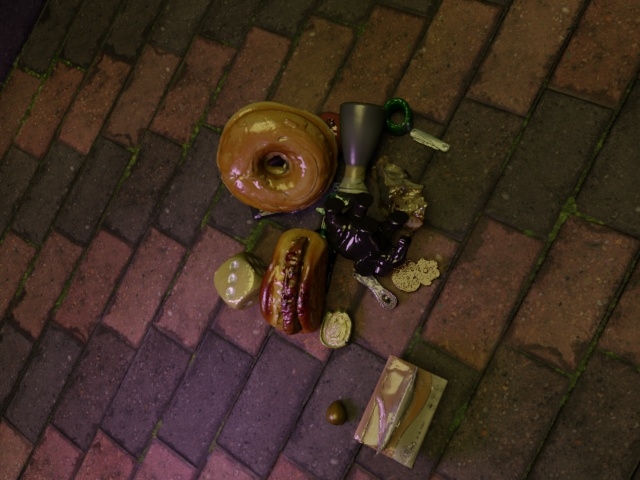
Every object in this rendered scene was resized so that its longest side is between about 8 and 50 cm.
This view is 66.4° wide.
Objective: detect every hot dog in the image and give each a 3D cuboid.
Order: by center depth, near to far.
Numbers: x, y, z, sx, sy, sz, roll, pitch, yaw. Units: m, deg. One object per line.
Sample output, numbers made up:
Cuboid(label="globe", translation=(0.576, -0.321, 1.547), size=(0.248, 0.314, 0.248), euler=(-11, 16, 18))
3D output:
Cuboid(label="hot dog", translation=(-0.094, 0.169, 1.729), size=(0.185, 0.223, 0.404), euler=(12, 112, 19))

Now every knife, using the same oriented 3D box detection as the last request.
Cuboid(label="knife", translation=(0.407, -0.372, 1.828), size=(0.162, 0.023, 0.044), euler=(32, 90, 21))

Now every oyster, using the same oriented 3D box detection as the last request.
Cuboid(label="oyster", translation=(0.282, -0.179, 1.773), size=(0.198, 0.133, 0.336), euler=(-46, 47, 38))

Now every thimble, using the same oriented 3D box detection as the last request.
Cuboid(label="thimble", translation=(0.290, -0.465, 1.847), size=(0.118, 0.090, 0.130), euler=(-37, 71, 5))

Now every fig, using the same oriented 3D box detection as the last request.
Cuboid(label="fig", translation=(0.057, 0.617, 1.754), size=(0.074, 0.074, 0.087), euler=(-7, 63, 17))

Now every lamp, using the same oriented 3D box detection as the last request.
Cuboid(label="lamp", translation=(0.028, -0.413, 1.900), size=(0.182, 0.140, 0.181), euler=(-2, 85, 19))

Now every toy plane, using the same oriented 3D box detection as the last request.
Cuboid(label="toy plane", translation=(0.000, 0.000, 1.866), size=(0.155, 0.106, 0.381), euler=(11, 84, 14))

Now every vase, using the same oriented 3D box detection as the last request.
Cuboid(label="vase", translation=(0.139, -0.333, 1.794), size=(0.174, 0.173, 0.320), euler=(9, 97, 20))

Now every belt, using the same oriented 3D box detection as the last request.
Cuboid(label="belt", translation=(0.194, 0.161, 1.794), size=(0.071, 0.053, 0.232), euler=(-44, 71, 8))

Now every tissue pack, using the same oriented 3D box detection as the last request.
Cuboid(label="tissue pack", translation=(0.262, 0.552, 1.591), size=(0.239, 0.238, 0.305), euler=(23, 79, 21))

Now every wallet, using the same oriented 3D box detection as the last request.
Cuboid(label="wallet", translation=(-0.174, -0.183, 1.980), size=(0.246, 0.052, 0.168), euler=(-9, 82, 14))

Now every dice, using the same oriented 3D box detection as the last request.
Cuboid(label="dice", translation=(-0.295, 0.158, 1.895), size=(0.169, 0.169, 0.166), euler=(-42, 72, 8))

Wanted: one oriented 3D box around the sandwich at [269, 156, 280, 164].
Cuboid(label="sandwich", translation=(-0.196, -0.386, 1.992), size=(0.186, 0.220, 0.108), euler=(-37, 70, 48))

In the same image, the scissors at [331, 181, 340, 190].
Cuboid(label="scissors", translation=(0.045, -0.230, 1.934), size=(0.083, 0.006, 0.036), euler=(44, 94, 20))

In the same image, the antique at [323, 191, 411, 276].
Cuboid(label="antique", translation=(0.160, -0.016, 1.714), size=(0.322, 0.255, 0.185), euler=(27, 52, 20))

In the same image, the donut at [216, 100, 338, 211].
Cuboid(label="donut", translation=(-0.155, -0.294, 1.788), size=(0.450, 0.198, 0.448), euler=(-2, 120, -4))

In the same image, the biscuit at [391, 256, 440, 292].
Cuboid(label="biscuit", translation=(0.342, 0.123, 1.764), size=(0.175, 0.026, 0.124), euler=(-14, 78, 16))

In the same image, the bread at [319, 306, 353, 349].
Cuboid(label="bread", translation=(0.061, 0.324, 1.805), size=(0.118, 0.064, 0.156), euler=(13, 84, 16))
